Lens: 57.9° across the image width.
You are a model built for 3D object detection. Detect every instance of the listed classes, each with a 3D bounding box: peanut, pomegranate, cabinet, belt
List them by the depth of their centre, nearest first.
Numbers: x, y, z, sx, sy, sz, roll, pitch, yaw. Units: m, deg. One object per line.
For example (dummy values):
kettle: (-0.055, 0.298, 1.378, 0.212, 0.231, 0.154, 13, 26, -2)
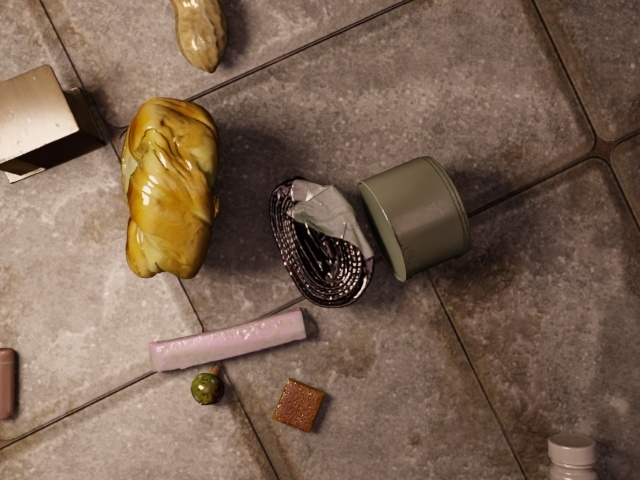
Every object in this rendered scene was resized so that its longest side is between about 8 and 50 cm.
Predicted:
cabinet: (-0.581, -0.228, 1.150, 0.215, 0.175, 0.148, -24, 92, -4)
peanut: (-0.262, -0.495, 1.200, 0.120, 0.136, 0.298, -13, 93, 24)
belt: (0.000, 0.000, 1.207, 0.184, 0.164, 0.289, -26, 92, 4)
pomegranate: (-0.234, 0.311, 1.234, 0.085, 0.073, 0.073, -35, 93, -29)

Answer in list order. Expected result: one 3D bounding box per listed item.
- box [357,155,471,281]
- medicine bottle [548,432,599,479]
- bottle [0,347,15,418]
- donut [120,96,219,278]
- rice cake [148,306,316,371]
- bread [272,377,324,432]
box: (0.190, -0.045, 1.192, 0.150, 0.226, 0.226, -23, 92, -5)
medicine bottle: (0.564, 0.525, 1.283, 0.105, 0.105, 0.167, -4, 90, -5)
bottle: (-0.663, 0.295, 1.200, 0.053, 0.053, 0.140, 1, 90, -5)
donut: (-0.294, -0.104, 1.105, 0.170, 0.360, 0.359, 4, 89, -20)
rice cake: (-0.188, 0.215, 1.242, 0.365, 0.056, 0.072, -12, 93, -5)
bread: (-0.048, 0.360, 1.263, 0.090, 0.035, 0.094, 22, 87, -5)
